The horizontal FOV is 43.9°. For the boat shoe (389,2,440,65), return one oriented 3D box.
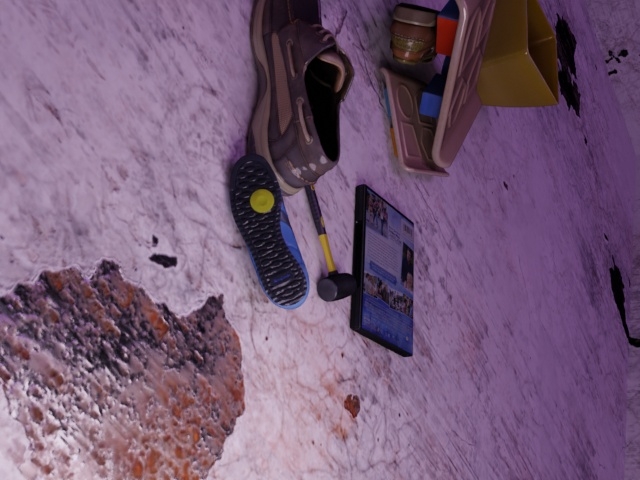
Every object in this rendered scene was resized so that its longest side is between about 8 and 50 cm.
[{"bbox_3d":[0.189,-0.405,1.558,0.307,0.110,0.105,-36,140,-64],"label":"boat shoe"}]

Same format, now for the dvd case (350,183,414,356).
[{"bbox_3d":[0.108,0.052,1.335,0.180,0.022,0.253,33,54,-49],"label":"dvd case"}]

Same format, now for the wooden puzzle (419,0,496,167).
[{"bbox_3d":[0.269,-0.363,1.542,0.322,0.080,0.348,-57,155,-48],"label":"wooden puzzle"}]

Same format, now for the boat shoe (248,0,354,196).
[{"bbox_3d":[-0.013,-0.235,1.130,0.132,0.130,0.356,25,60,-53],"label":"boat shoe"}]

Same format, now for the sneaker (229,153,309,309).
[{"bbox_3d":[-0.069,-0.009,1.045,0.082,0.069,0.209,93,-22,-85],"label":"sneaker"}]

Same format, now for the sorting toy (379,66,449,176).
[{"bbox_3d":[0.177,-0.222,1.531,0.193,0.038,0.208,-2,77,-58],"label":"sorting toy"}]

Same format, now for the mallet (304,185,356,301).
[{"bbox_3d":[0.000,0.000,1.173,0.062,0.039,0.190,-25,97,-56],"label":"mallet"}]

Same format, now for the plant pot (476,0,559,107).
[{"bbox_3d":[0.430,-0.434,1.857,0.212,0.187,0.212,39,50,-47],"label":"plant pot"}]
